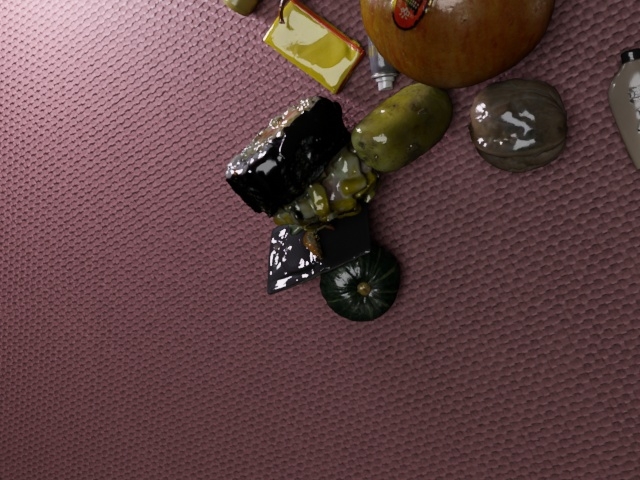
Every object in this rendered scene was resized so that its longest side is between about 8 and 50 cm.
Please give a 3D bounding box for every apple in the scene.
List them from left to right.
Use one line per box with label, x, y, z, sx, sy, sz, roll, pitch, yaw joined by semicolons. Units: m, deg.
apple;0.282;-0.509;1.454;0.400;0.400;0.334;24;137;17

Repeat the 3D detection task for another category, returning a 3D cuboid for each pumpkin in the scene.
pumpkin;0.104;0.106;1.768;0.211;0.152;0.212;0;110;-1

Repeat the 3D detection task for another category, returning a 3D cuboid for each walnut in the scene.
walnut;0.440;-0.256;1.536;0.224;0.224;0.224;4;102;22

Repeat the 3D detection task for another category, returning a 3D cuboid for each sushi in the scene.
sushi;-0.043;-0.161;1.698;0.285;0.328;0.328;49;148;-18

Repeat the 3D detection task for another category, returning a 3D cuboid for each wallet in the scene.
wallet;-0.012;-0.499;1.754;0.241;0.067;0.141;39;107;7
wallet;-0.010;-0.009;1.781;0.322;0.041;0.247;-24;47;25

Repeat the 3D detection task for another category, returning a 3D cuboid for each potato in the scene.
potato;0.215;-0.264;1.598;0.271;0.111;0.160;-37;109;-17

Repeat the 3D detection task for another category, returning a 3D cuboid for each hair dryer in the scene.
hair dryer;-0.254;-0.724;1.806;0.278;0.090;0.135;44;116;16

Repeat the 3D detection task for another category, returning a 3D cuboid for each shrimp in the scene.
shrimp;0.000;0.000;1.716;0.091;0.127;0.025;-33;131;10

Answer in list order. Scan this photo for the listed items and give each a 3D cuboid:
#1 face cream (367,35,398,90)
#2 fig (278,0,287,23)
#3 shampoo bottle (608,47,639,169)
face cream;0.149;-0.512;1.673;0.073;0.073;0.284;-2;100;23
fig;-0.061;-0.633;1.693;0.133;0.146;0.201;37;106;28
shampoo bottle;0.698;-0.287;1.481;0.127;0.078;0.257;-13;92;28
